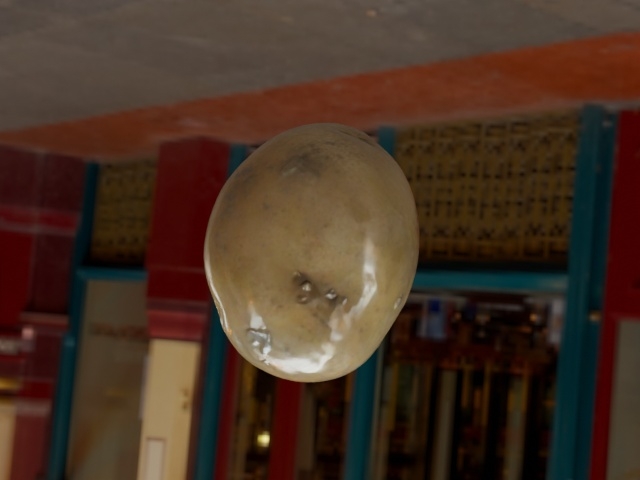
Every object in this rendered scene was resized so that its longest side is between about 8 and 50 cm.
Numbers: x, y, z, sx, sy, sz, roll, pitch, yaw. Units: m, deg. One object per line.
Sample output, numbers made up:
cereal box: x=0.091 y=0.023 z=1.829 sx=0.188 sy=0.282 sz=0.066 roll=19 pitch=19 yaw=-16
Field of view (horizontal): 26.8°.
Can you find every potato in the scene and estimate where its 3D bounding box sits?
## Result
potato: x=0.000 y=0.003 z=0.710 sx=0.112 sy=0.147 sz=0.112 roll=8 pitch=160 yaw=3
